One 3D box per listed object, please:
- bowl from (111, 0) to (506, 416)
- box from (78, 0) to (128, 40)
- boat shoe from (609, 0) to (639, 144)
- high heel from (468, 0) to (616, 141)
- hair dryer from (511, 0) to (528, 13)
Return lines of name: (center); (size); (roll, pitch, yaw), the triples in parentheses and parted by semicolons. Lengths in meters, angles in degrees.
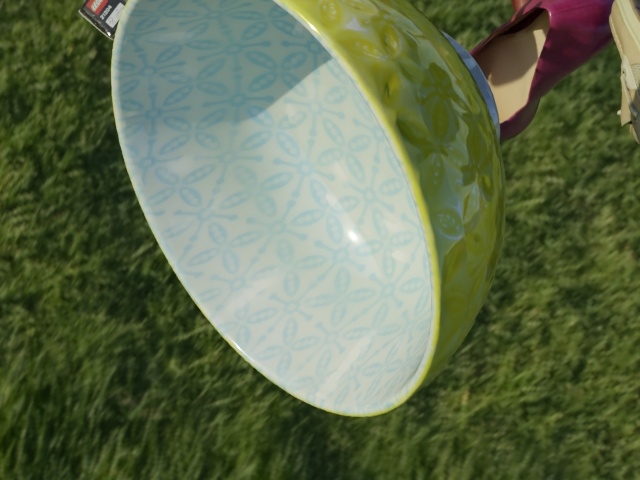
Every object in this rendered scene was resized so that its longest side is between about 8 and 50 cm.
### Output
bowl: (0.017, -0.054, 0.754); (0.156, 0.289, 0.289); (-31, 80, -33)
box: (-0.064, -0.212, 0.827); (0.036, 0.207, 0.114); (41, 7, 20)
boat shoe: (0.328, -0.134, 1.173); (0.109, 0.098, 0.302); (18, 39, -26)
high heel: (0.204, -0.201, 1.434); (0.181, 0.377, 0.127); (-14, 74, -39)
hair dryer: (0.271, -0.455, 1.766); (0.080, 0.223, 0.294); (-19, 93, -11)
